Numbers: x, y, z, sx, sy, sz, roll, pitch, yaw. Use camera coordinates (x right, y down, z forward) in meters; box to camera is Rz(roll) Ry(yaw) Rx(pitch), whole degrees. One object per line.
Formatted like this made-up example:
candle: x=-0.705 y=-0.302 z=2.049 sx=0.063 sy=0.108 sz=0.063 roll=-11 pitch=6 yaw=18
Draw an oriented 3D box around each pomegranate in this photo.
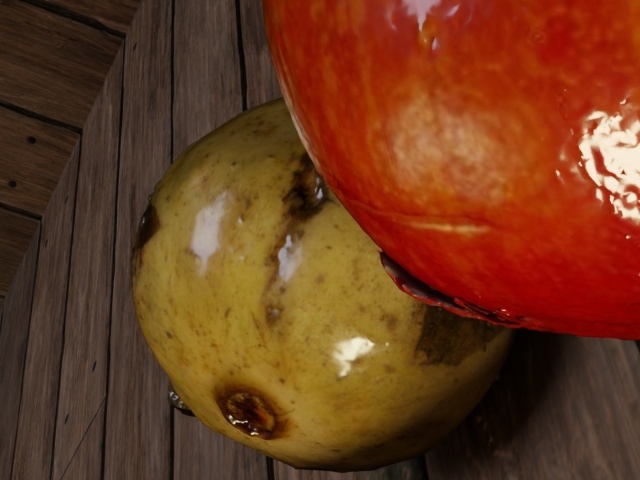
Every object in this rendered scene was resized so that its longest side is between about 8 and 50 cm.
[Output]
pomegranate: x=0.009 y=0.032 z=1.019 sx=0.281 sy=0.281 sz=0.281 roll=-53 pitch=26 yaw=42

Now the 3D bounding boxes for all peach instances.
peach: x=0.141 y=-0.129 z=0.733 sx=0.370 sy=0.370 sz=0.370 roll=-53 pitch=26 yaw=42

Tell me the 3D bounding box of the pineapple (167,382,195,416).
pineapple: x=-0.112 y=0.115 z=1.563 sx=0.074 sy=0.074 sz=0.159 roll=-18 pitch=51 yaw=67
